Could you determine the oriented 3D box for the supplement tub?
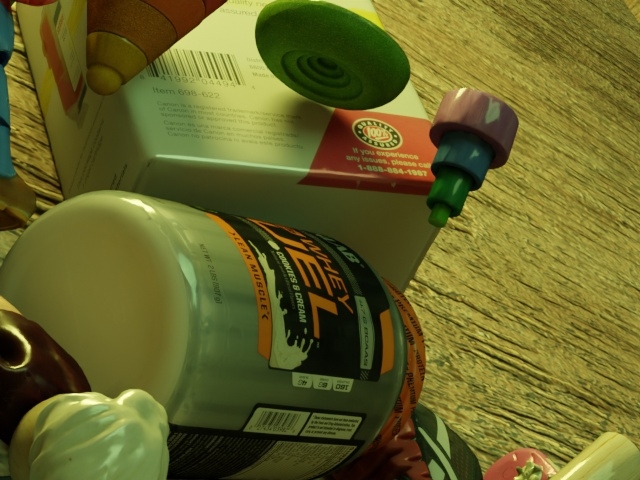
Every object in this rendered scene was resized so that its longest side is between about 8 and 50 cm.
[{"bbox_3d":[-0.070,0.077,1.335,0.316,0.193,0.193,12,41,-55],"label":"supplement tub"}]

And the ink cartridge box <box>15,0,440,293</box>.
[{"bbox_3d":[-0.085,-0.130,1.585,0.279,0.160,0.385,4,43,-26],"label":"ink cartridge box"}]

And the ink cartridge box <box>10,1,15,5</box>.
[{"bbox_3d":[-0.343,-0.286,1.443,0.278,0.201,0.117,22,32,-45],"label":"ink cartridge box"}]

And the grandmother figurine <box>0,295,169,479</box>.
[{"bbox_3d":[-0.190,0.077,1.095,0.208,0.104,0.342,29,4,-40],"label":"grandmother figurine"}]

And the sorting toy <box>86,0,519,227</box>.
[{"bbox_3d":[-0.032,-0.111,1.407,0.365,0.127,0.126,25,67,-6],"label":"sorting toy"}]

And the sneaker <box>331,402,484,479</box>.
[{"bbox_3d":[0.083,0.221,1.486,0.135,0.097,0.276,27,28,-34],"label":"sneaker"}]

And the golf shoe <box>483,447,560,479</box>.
[{"bbox_3d":[0.212,0.321,1.560,0.140,0.115,0.306,36,32,-45],"label":"golf shoe"}]

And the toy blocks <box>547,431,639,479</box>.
[{"bbox_3d":[0.180,0.355,1.244,0.288,0.309,0.260,40,54,23],"label":"toy blocks"}]

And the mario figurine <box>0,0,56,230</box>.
[{"bbox_3d":[-0.251,-0.164,1.330,0.198,0.170,0.320,14,74,-33],"label":"mario figurine"}]

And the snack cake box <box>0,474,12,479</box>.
[{"bbox_3d":[-0.235,0.212,0.958,0.264,0.089,0.152,5,47,-59],"label":"snack cake box"}]
